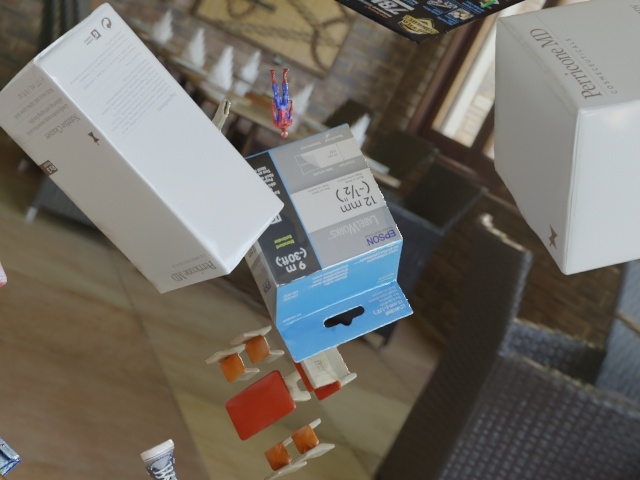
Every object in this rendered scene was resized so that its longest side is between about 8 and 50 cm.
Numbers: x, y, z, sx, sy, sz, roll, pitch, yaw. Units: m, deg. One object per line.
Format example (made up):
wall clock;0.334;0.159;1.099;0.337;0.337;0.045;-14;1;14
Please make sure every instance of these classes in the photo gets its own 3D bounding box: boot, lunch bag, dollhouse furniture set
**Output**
boot;-0.307;0.447;2.079;0.086;0.069;0.190;63;-13;10
lunch bag;-0.822;0.528;2.589;0.129;0.096;0.151;44;25;7
dollhouse furniture set;-0.075;0.280;1.935;0.135;0.259;0.262;-7;65;-56

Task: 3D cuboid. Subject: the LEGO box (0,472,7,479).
LEGO box;-0.642;0.660;1.746;0.372;0.500;0.193;43;-17;13

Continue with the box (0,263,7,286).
box;-0.504;-0.030;1.272;0.122;0.128;0.257;-10;74;-61

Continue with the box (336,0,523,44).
box;0.122;-0.354;1.241;0.295;0.073;0.293;20;-21;-37

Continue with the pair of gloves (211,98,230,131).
pair of gloves;-0.254;-0.171;2.282;0.042;0.204;0.240;17;42;-10

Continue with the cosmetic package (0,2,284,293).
cosmetic package;-0.264;-0.119;1.511;0.385;0.156;0.217;49;-34;-15

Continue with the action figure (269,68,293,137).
action figure;-0.066;-0.230;1.782;0.038;0.115;0.030;-8;15;-13

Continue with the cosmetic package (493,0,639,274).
cosmetic package;0.531;-0.196;1.763;0.393;0.327;0.329;-12;40;-8

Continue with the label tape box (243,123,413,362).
label tape box;0.000;0.000;1.824;0.348;0.249;0.115;64;-22;13
